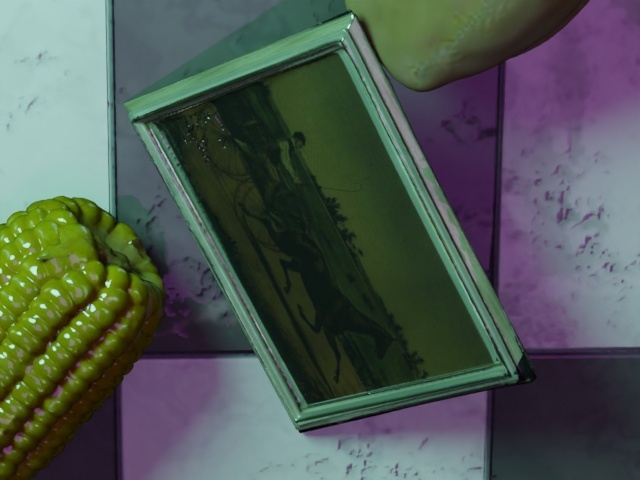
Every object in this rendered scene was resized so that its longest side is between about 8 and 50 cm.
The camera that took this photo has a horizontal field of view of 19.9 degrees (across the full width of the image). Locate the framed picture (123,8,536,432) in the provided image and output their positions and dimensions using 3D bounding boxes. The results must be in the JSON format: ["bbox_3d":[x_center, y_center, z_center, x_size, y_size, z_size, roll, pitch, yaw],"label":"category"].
[{"bbox_3d":[0.000,0.000,1.127,0.197,0.014,0.252,-17,107,38],"label":"framed picture"}]

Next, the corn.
[{"bbox_3d":[-0.239,0.122,1.143,0.131,0.131,0.344,41,100,-12],"label":"corn"}]

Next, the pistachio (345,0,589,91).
[{"bbox_3d":[0.107,-0.229,1.061,0.181,0.162,0.293,22,108,8],"label":"pistachio"}]
